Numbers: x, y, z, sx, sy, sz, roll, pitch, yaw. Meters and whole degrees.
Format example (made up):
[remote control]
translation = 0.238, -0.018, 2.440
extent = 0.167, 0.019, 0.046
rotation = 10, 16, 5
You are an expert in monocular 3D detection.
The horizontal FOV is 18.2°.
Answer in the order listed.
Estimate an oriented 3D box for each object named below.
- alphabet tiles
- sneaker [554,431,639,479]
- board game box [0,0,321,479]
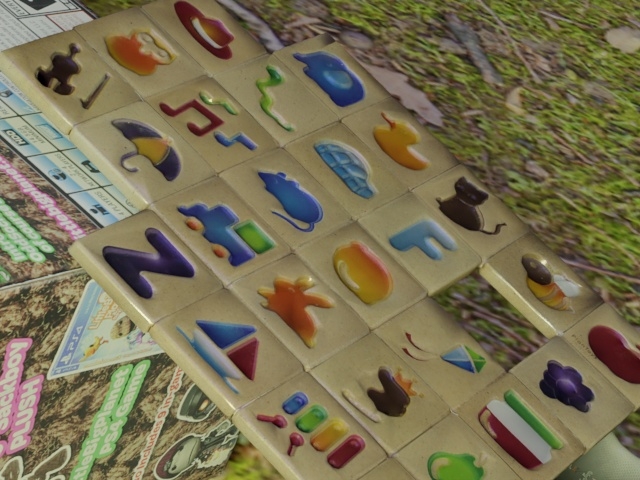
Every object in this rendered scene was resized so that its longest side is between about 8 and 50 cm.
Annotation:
[alphabet tiles]
translation = 0.000, 0.000, 0.715
extent = 0.237, 0.009, 0.198
rotation = 45, 37, 14
[sneaker]
translation = 0.138, 0.153, 0.718
extent = 0.262, 0.121, 0.099
rotation = 40, 35, 29
[board game box]
translation = -0.188, 0.004, 0.727
extent = 0.232, 0.141, 0.291
rotation = 40, 34, 29
